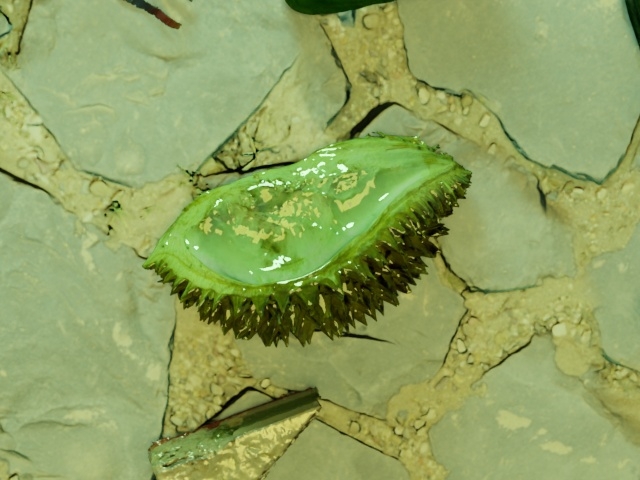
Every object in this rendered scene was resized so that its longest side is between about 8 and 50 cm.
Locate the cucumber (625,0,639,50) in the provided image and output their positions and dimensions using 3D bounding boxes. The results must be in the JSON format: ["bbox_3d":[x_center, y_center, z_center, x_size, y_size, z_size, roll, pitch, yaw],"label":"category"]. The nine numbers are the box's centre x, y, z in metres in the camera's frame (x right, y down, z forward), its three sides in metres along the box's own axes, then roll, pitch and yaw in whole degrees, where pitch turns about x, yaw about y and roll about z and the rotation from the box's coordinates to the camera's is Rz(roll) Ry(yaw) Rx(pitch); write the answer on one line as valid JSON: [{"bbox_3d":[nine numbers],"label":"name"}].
[{"bbox_3d":[0.384,-0.272,1.387,0.048,0.048,0.105,-22,101,-2],"label":"cucumber"}]

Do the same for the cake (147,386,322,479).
[{"bbox_3d":[-0.087,0.268,1.412,0.220,0.086,0.117,-19,102,-3],"label":"cake"}]

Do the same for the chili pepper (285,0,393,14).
[{"bbox_3d":[0.079,-0.318,1.324,0.257,0.074,0.100,-24,103,-1],"label":"chili pepper"}]

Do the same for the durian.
[{"bbox_3d":[0.001,0.005,1.384,0.394,0.163,0.198,-26,64,-6],"label":"durian"}]

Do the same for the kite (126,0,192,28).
[{"bbox_3d":[-0.249,-0.325,1.312,0.245,0.015,0.141,27,99,-11],"label":"kite"}]
